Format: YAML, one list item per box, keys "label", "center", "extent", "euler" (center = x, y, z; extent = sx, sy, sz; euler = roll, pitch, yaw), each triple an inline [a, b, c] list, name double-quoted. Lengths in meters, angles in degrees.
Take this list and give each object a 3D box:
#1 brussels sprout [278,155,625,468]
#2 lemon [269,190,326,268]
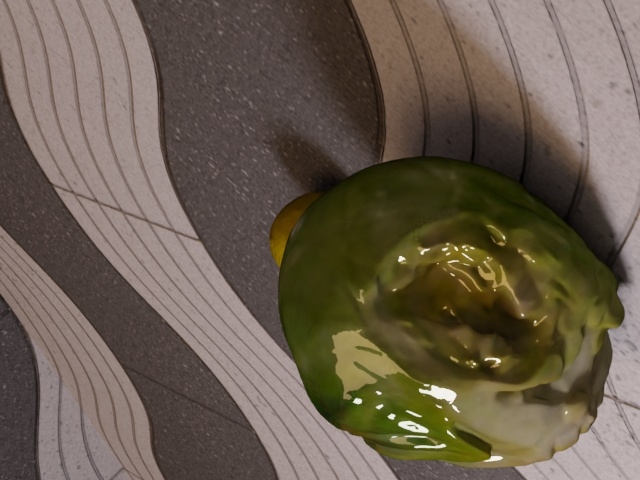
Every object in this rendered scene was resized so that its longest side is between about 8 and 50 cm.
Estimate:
- label: "brussels sprout"
  center: [0.115, 0.078, 1.523]
  extent: [0.344, 0.268, 0.344]
  euler: [29, 151, 18]
- label: "lemon"
  center: [0.000, 0.000, 1.794]
  extent: [0.133, 0.109, 0.109]
  euler: [32, 155, 47]
